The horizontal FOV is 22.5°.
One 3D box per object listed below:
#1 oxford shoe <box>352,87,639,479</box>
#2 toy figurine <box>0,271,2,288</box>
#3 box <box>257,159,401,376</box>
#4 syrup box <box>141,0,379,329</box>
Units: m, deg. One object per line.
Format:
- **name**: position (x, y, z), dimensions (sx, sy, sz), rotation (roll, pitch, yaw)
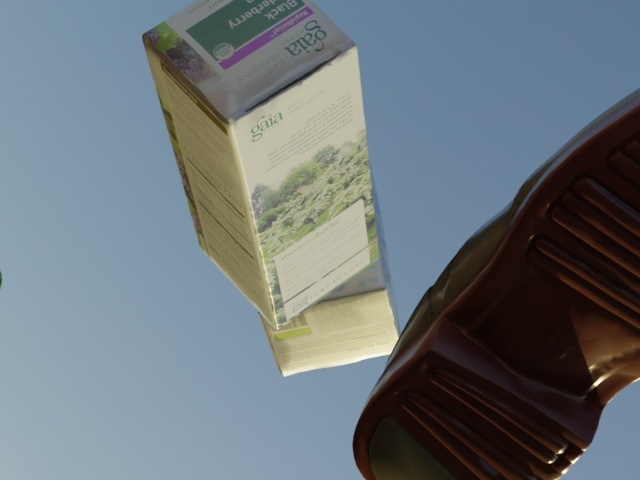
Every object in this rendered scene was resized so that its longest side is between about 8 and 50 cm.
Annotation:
- **oxford shoe**: position (0.136, -0.010, 0.725), dimensions (0.123, 0.130, 0.348), rotation (38, -53, -13)
- **toy figurine**: position (-0.278, -0.011, 0.840), dimensions (0.159, 0.173, 0.130), rotation (68, -9, -23)
- **box**: position (0.000, 0.000, 1.419), dimensions (0.103, 0.114, 0.203), rotation (73, 6, -52)
- **syrup box**: position (-0.032, -0.055, 1.029), dimensions (0.096, 0.093, 0.237), rotation (46, -19, 30)
